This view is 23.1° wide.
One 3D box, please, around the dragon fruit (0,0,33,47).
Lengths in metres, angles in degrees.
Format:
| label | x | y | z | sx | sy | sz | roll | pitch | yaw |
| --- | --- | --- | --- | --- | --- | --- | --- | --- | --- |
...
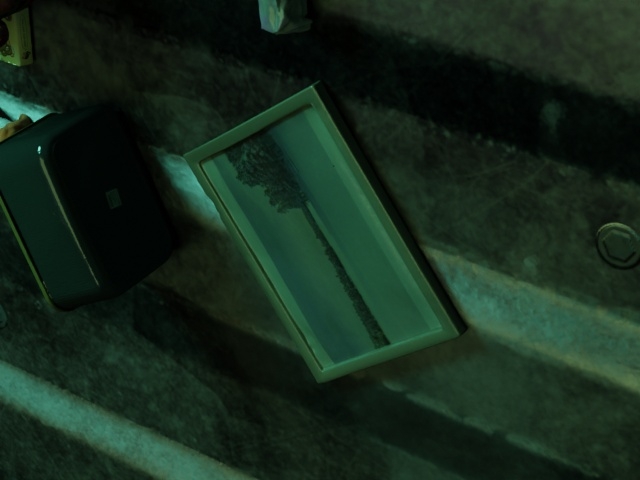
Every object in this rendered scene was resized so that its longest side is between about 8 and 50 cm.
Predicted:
| label | x | y | z | sx | sy | sz | roll | pitch | yaw |
| --- | --- | --- | --- | --- | --- | --- | --- | --- | --- |
| dragon fruit | -0.369 | -0.299 | 1.583 | 0.273 | 0.198 | 0.218 | -17 | 96 | 41 |

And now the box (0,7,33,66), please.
| label | x | y | z | sx | sy | sz | roll | pitch | yaw |
| --- | --- | --- | --- | --- | --- | --- | --- | --- | --- |
| box | -0.382 | -0.245 | 1.744 | 0.149 | 0.020 | 0.073 | 19 | 125 | 27 |

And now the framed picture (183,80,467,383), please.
| label | x | y | z | sx | sy | sz | roll | pitch | yaw |
| --- | --- | --- | --- | --- | --- | --- | --- | --- | --- |
| framed picture | 0.000 | 0.000 | 1.603 | 0.213 | 0.016 | 0.289 | -23 | 100 | 43 |

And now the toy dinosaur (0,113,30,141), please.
| label | x | y | z | sx | sy | sz | roll | pitch | yaw |
| --- | --- | --- | --- | --- | --- | --- | --- | --- | --- |
| toy dinosaur | -0.388 | -0.122 | 1.768 | 0.279 | 0.101 | 0.055 | 27 | 119 | 8 |

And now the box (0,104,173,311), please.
| label | x | y | z | sx | sy | sz | roll | pitch | yaw |
| --- | --- | --- | --- | --- | --- | --- | --- | --- | --- |
| box | -0.253 | -0.037 | 1.687 | 0.090 | 0.144 | 0.201 | -11 | 108 | 37 |

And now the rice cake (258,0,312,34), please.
| label | x | y | z | sx | sy | sz | roll | pitch | yaw |
| --- | --- | --- | --- | --- | --- | --- | --- | --- | --- |
| rice cake | -0.047 | -0.314 | 1.426 | 0.049 | 0.055 | 0.270 | 15 | 126 | 36 |
